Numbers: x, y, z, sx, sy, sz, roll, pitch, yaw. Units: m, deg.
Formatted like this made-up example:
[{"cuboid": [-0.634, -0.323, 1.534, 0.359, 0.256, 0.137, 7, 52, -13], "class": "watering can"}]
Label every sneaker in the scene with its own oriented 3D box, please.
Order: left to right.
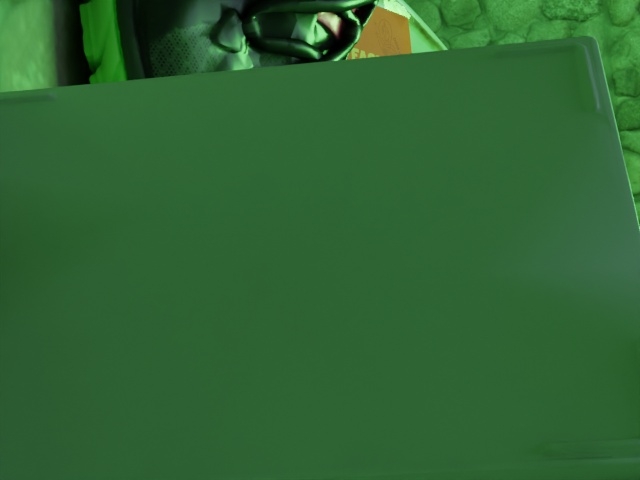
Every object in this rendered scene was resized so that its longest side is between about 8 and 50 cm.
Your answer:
[{"cuboid": [-0.039, -0.176, 0.668, 0.185, 0.202, 0.483, 11, 73, -81], "class": "sneaker"}]

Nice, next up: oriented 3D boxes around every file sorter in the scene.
[{"cuboid": [-0.012, 0.050, 0.450, 0.173, 0.278, 0.193, 77, 11, -52], "class": "file sorter"}]

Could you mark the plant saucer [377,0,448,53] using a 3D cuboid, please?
[{"cuboid": [0.110, -0.217, 1.417, 0.400, 0.100, 0.400, 41, 24, -23], "class": "plant saucer"}]

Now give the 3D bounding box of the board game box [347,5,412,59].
[{"cuboid": [-0.005, -0.065, 0.899, 0.242, 0.064, 0.316, 6, 76, -47], "class": "board game box"}]
